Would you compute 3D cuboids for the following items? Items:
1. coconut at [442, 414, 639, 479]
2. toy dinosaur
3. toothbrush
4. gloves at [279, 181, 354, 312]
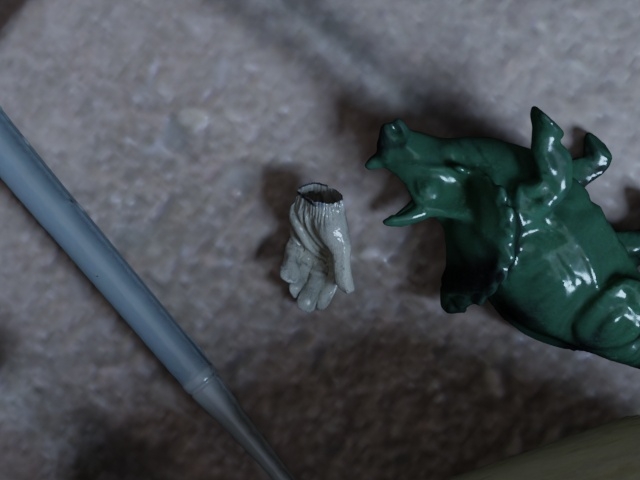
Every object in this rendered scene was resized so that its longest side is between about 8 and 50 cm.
[{"bbox_3d":[0.130,0.241,0.889,0.323,0.323,0.323,0,92,-2],"label":"coconut"},{"bbox_3d":[0.160,0.010,0.983,0.292,0.079,0.120,21,97,0],"label":"toy dinosaur"},{"bbox_3d":[-0.083,0.060,1.003,0.030,0.025,0.342,-37,93,2],"label":"toothbrush"},{"bbox_3d":[0.001,0.000,0.994,0.044,0.037,0.081,25,110,33],"label":"gloves"}]
